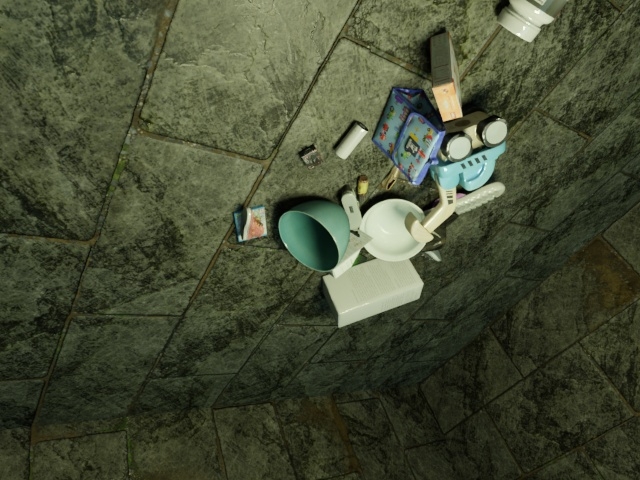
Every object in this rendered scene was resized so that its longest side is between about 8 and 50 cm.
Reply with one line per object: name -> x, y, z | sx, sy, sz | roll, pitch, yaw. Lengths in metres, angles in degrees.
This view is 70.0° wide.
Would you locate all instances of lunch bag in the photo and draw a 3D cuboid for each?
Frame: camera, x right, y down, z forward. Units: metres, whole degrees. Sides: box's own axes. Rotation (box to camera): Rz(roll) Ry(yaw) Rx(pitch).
lunch bag -> 0.328, -0.353, 1.586 | 0.138, 0.293, 0.221 | -5, 138, -25

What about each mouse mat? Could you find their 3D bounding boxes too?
mouse mat -> 0.129, 0.122, 2.288 | 0.190, 0.007, 0.153 | -40, 141, 20

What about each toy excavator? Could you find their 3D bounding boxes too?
toy excavator -> 0.511, -0.240, 1.775 | 0.433, 0.222, 0.445 | -22, 122, -1

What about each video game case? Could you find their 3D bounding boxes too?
video game case -> -0.278, -0.066, 1.821 | 0.119, 0.015, 0.166 | -15, 142, -14

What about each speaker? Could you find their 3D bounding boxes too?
speaker -> 0.110, -0.360, 1.652 | 0.055, 0.055, 0.136 | 14, 128, -40

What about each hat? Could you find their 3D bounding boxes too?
hat -> 0.512, -0.012, 2.169 | 0.331, 0.134, 0.331 | -12, 160, -5

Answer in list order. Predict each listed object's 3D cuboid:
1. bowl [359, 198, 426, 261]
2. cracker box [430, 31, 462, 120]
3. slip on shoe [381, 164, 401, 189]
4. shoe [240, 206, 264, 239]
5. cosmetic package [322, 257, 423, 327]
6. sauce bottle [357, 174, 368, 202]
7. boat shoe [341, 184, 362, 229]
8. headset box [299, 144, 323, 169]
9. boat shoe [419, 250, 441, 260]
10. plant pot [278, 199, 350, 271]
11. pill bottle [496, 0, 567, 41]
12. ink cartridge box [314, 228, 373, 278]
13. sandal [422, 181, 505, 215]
bowl -> 0.322, -0.067, 2.016 | 0.298, 0.134, 0.298 | 3, 117, 6
cracker box -> 0.405, -0.526, 1.471 | 0.067, 0.232, 0.156 | -8, 150, 25
slip on shoe -> 0.305, -0.266, 1.887 | 0.051, 0.041, 0.135 | 16, 127, -41
shoe -> -0.260, -0.069, 1.767 | 0.081, 0.063, 0.178 | -9, 146, -22
cosmetic package -> 0.259, 0.241, 2.312 | 0.453, 0.230, 0.161 | -17, 145, -11
sauce bottle -> 0.172, -0.209, 1.880 | 0.042, 0.042, 0.128 | -14, 140, -14
boat shoe -> 0.130, -0.136, 1.913 | 0.078, 0.070, 0.219 | -5, 138, 5
headset box -> -0.035, -0.304, 1.657 | 0.062, 0.032, 0.083 | -28, 145, 4
boat shoe -> 0.560, 0.064, 2.409 | 0.076, 0.080, 0.228 | -26, 150, 30
plant pot -> 0.005, -0.049, 1.828 | 0.195, 0.290, 0.290 | -46, 157, -36
pill bottle -> 0.685, -0.771, 1.392 | 0.161, 0.161, 0.283 | 4, 134, -33
ink cartridge box -> 0.086, 0.037, 1.950 | 0.232, 0.189, 0.066 | -33, 134, -22
sandal -> 0.638, -0.188, 2.126 | 0.416, 0.102, 0.169 | -20, 159, 16
